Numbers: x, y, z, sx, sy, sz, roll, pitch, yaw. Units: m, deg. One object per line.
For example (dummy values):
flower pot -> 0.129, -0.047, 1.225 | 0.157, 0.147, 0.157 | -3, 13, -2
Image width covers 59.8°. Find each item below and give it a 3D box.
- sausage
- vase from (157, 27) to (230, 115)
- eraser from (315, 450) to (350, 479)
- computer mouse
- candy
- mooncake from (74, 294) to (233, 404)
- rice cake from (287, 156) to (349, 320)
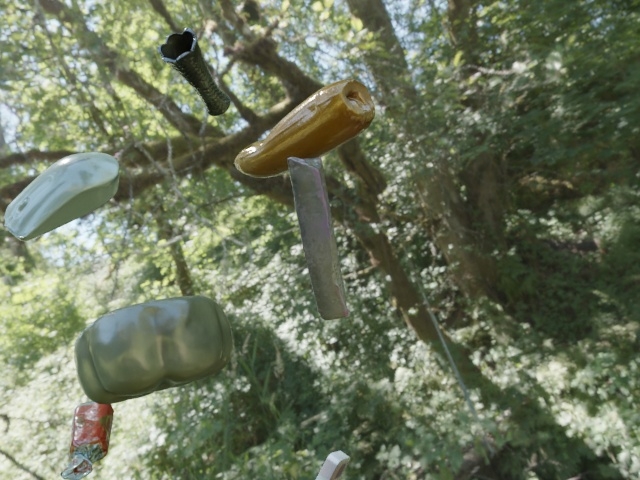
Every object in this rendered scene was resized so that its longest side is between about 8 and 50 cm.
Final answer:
sausage -> -0.046, -0.212, 1.167 | 0.354, 0.116, 0.134 | -25, 13, 40
vase -> -0.323, -0.433, 1.481 | 0.115, 0.115, 0.237 | -24, -33, 5
eraser -> 0.014, 0.448, 1.040 | 0.105, 0.026, 0.065 | -62, -25, -2
computer mouse -> -0.482, -0.092, 1.030 | 0.231, 0.128, 0.079 | -34, -41, -16
candy -> -0.494, 0.410, 1.196 | 0.086, 0.059, 0.292 | -11, 20, -12
mooncake -> -0.282, 0.194, 0.960 | 0.274, 0.135, 0.275 | -16, -15, -5
rice cake -> 0.000, 0.000, 1.181 | 0.070, 0.399, 0.064 | -6, 28, 10
